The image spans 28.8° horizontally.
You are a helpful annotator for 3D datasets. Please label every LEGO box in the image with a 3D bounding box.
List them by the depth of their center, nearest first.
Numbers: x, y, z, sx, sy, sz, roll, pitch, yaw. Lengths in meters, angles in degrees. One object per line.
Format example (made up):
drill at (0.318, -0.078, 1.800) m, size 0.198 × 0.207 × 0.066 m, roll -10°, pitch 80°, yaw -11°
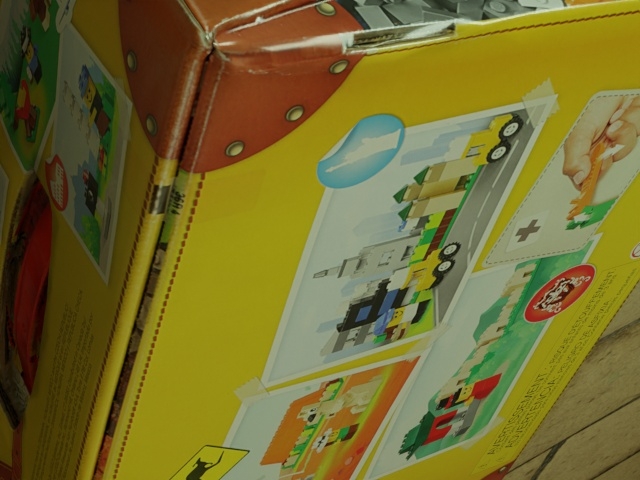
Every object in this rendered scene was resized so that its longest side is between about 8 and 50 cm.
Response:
LEGO box at (0.000, 0.000, 0.723) m, size 0.372 × 0.193 × 0.500 m, roll -13°, pitch 143°, yaw -32°
